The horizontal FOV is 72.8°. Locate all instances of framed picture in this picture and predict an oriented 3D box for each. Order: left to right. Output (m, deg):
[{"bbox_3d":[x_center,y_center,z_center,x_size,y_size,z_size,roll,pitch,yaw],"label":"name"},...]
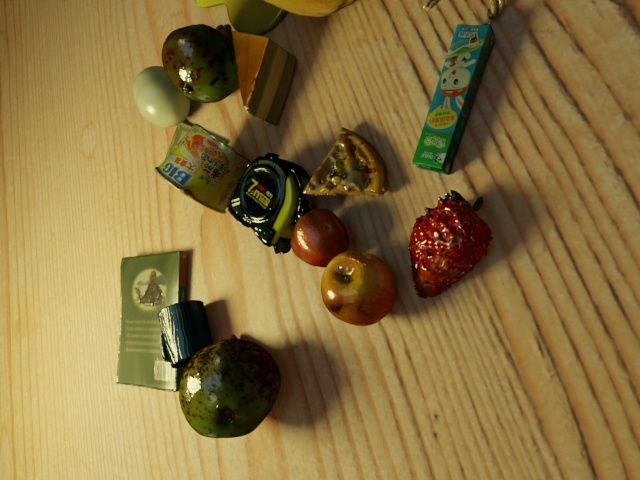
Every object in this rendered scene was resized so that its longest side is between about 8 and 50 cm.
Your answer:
[{"bbox_3d":[-0.368,-0.235,1.238,0.232,0.010,0.172,28,98,35],"label":"framed picture"}]

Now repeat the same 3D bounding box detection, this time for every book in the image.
[{"bbox_3d":[-0.475,0.221,1.219,0.261,0.043,0.370,-5,80,31],"label":"book"}]

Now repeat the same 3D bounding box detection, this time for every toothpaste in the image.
[{"bbox_3d":[0.245,-0.258,0.797,0.065,0.050,0.266,20,94,32],"label":"toothpaste"}]

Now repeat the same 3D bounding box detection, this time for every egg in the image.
[{"bbox_3d":[-0.456,-0.416,1.244,0.151,0.151,0.209,-40,57,23],"label":"egg"}]

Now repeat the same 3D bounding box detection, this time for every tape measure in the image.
[{"bbox_3d":[-0.099,-0.093,0.971,0.199,0.112,0.186,38,111,27],"label":"tape measure"}]

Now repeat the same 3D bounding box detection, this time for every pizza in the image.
[{"bbox_3d":[0.039,-0.151,0.891,0.176,0.036,0.184,-17,63,2],"label":"pizza"}]

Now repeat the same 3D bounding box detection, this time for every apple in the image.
[{"bbox_3d":[0.067,0.089,0.813,0.147,0.147,0.146,-6,78,34],"label":"apple"}]

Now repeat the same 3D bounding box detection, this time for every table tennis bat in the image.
[{"bbox_3d":[-0.213,-0.671,1.185,0.369,0.054,0.223,15,97,33],"label":"table tennis bat"}]

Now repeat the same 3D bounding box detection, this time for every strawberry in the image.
[{"bbox_3d":[0.211,0.004,0.758,0.192,0.085,0.140,-39,65,25],"label":"strawberry"}]

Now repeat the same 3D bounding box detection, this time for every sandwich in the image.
[{"bbox_3d":[-0.159,-0.394,1.060,0.144,0.117,0.187,22,96,38],"label":"sandwich"}]

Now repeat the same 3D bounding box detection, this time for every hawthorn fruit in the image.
[{"bbox_3d":[0.000,0.000,0.886,0.128,0.128,0.127,-6,78,34],"label":"hawthorn fruit"}]

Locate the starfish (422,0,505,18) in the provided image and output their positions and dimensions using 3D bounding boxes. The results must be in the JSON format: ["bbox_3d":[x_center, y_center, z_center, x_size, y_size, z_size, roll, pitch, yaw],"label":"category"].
[{"bbox_3d":[0.261,-0.508,0.751,0.296,0.048,0.231,13,102,-8],"label":"starfish"}]

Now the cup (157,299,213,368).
[{"bbox_3d":[-0.335,0.241,1.083,0.150,0.114,0.138,-50,55,52],"label":"cup"}]

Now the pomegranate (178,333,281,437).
[{"bbox_3d":[-0.190,0.292,0.939,0.214,0.214,0.247,-50,22,18],"label":"pomegranate"}]

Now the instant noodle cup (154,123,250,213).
[{"bbox_3d":[-0.275,-0.178,1.067,0.205,0.205,0.153,40,95,33],"label":"instant noodle cup"}]

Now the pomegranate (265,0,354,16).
[{"bbox_3d":[-0.035,-0.632,0.894,0.333,0.333,0.331,-6,78,34],"label":"pomegranate"}]

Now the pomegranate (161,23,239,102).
[{"bbox_3d":[-0.292,-0.473,1.127,0.202,0.202,0.247,-2,54,34],"label":"pomegranate"}]
